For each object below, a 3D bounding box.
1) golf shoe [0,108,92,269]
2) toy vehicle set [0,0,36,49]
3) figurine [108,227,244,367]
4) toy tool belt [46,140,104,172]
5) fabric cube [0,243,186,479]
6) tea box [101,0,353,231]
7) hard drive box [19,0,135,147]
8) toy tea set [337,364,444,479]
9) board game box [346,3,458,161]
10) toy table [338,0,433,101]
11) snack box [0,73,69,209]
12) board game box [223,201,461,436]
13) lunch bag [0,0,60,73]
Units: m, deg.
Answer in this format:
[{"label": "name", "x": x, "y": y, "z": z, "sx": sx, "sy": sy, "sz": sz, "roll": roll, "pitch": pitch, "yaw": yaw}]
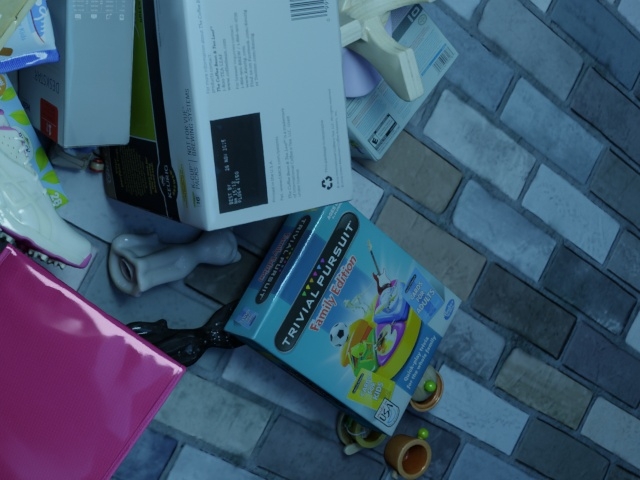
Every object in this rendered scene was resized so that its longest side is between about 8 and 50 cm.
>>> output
[{"label": "golf shoe", "x": -0.386, "y": -0.076, "z": 1.453, "sx": 0.306, "sy": 0.115, "sz": 0.140, "roll": 38, "pitch": 76, "yaw": -34}, {"label": "toy vehicle set", "x": -0.408, "y": -0.242, "z": 1.237, "sx": 0.166, "sy": 0.035, "sz": 0.267, "roll": 35, "pitch": 95, "yaw": -36}, {"label": "figurine", "x": -0.192, "y": 0.079, "z": 1.726, "sx": 0.209, "sy": 0.092, "sz": 0.214, "roll": -15, "pitch": 108, "yaw": -39}, {"label": "toy tool belt", "x": -0.326, "y": -0.123, "z": 1.604, "sx": 0.083, "sy": 0.052, "sz": 0.051, "roll": 10, "pitch": 103, "yaw": -36}, {"label": "fabric cube", "x": -0.356, "y": 0.185, "z": 1.483, "sx": 0.258, "sy": 0.259, "sz": 0.254, "roll": 35, "pitch": 79, "yaw": -9}, {"label": "tea box", "x": -0.141, "y": -0.209, "z": 1.541, "sx": 0.220, "sy": 0.323, "sz": 0.329, "roll": -13, "pitch": 107, "yaw": -31}, {"label": "hard drive box", "x": -0.308, "y": -0.250, "z": 1.491, "sx": 0.089, "sy": 0.181, "sz": 0.232, "roll": -7, "pitch": 110, "yaw": -31}, {"label": "toy tea set", "x": 0.125, "y": 0.367, "z": 1.967, "sx": 0.200, "sy": 0.124, "sz": 0.336, "roll": 3, "pitch": 99, "yaw": -34}, {"label": "board game box", "x": 0.038, "y": -0.301, "z": 1.781, "sx": 0.224, "sy": 0.097, "sz": 0.303, "roll": -53, "pitch": 124, "yaw": -14}, {"label": "toy table", "x": 0.053, "y": -0.321, "z": 1.633, "sx": 0.252, "sy": 0.161, "sz": 0.274, "roll": -41, "pitch": 120, "yaw": -20}, {"label": "snack box", "x": -0.446, "y": -0.100, "z": 1.516, "sx": 0.174, "sy": 0.070, "sz": 0.207, "roll": -32, "pitch": 117, "yaw": -24}, {"label": "board game box", "x": 0.045, "y": 0.114, "z": 1.826, "sx": 0.336, "sy": 0.079, "sz": 0.253, "roll": 39, "pitch": 73, "yaw": -36}, {"label": "lunch bag", "x": -0.530, "y": -0.316, "z": 1.308, "sx": 0.385, "sy": 0.239, "sz": 0.327, "roll": -21, "pitch": 114, "yaw": -20}]
